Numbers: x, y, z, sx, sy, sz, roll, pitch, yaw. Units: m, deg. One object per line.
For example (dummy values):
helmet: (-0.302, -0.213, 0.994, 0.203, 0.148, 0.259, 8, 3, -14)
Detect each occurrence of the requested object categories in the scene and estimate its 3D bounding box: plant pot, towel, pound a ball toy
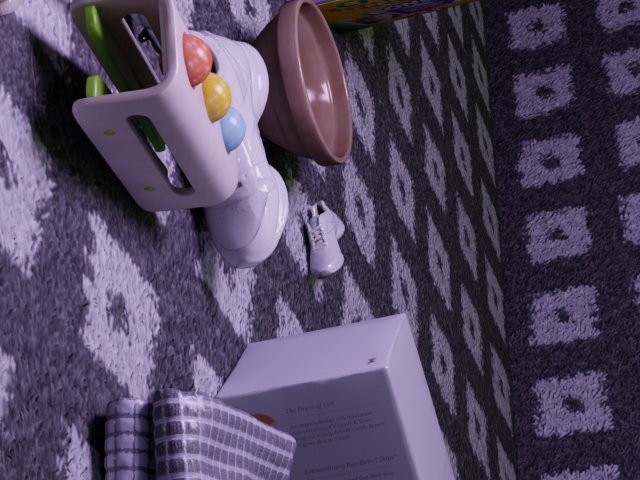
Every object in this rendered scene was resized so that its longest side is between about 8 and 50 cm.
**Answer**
plant pot: (-0.042, -0.214, 2.164, 0.237, 0.109, 0.237, -12, 90, -73)
towel: (-0.111, 0.285, 1.547, 0.283, 0.121, 0.235, 39, 42, -65)
pound a ball toy: (-0.166, -0.187, 1.597, 0.319, 0.135, 0.208, 67, 17, -66)

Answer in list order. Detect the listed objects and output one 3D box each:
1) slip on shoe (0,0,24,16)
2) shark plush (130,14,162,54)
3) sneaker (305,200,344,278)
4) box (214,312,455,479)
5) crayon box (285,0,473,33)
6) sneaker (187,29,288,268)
slip on shoe: (-0.291, -0.252, 1.460, 0.135, 0.051, 0.041, -60, 143, -56)
shark plush: (-0.198, -0.284, 1.759, 0.073, 0.067, 0.161, 10, 69, -73)
sneaker: (0.000, 0.000, 2.270, 0.061, 0.053, 0.152, 57, 19, -30)
box: (0.038, 0.292, 1.880, 0.168, 0.215, 0.345, -60, 136, -67)
crayon box: (0.151, -0.439, 2.525, 0.313, 0.362, 0.106, -8, 87, -74)
sneaker: (-0.127, -0.112, 1.854, 0.152, 0.114, 0.305, 21, 53, -55)
